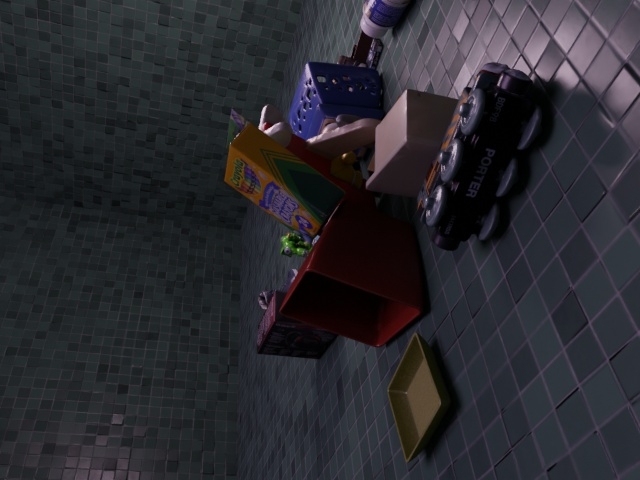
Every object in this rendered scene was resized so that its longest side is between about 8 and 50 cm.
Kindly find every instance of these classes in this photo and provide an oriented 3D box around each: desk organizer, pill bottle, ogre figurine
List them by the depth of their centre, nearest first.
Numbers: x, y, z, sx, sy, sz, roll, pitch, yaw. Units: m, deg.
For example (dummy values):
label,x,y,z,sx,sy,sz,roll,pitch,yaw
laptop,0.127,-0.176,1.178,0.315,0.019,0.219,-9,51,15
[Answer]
label,x,y,z,sx,sy,sz,roll,pitch,yaw
pill bottle,0.182,-0.661,1.709,0.186,0.112,0.111,128,147,-63
desk organizer,0.141,-0.642,1.974,0.047,0.050,0.130,-103,25,-54
ogre figurine,-0.089,0.024,2.351,0.197,0.118,0.096,-100,23,-49

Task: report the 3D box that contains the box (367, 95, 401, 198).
label,x,y,z,sx,sy,sz,roll,pitch,yaw
box,0.164,-0.220,1.461,0.164,0.021,0.201,60,-129,-70

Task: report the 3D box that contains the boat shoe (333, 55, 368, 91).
label,x,y,z,sx,sy,sz,roll,pitch,yaw
boat shoe,0.057,-0.459,2.033,0.116,0.097,0.324,-55,-9,-48

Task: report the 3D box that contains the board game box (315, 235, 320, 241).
label,x,y,z,sx,sy,sz,roll,pitch,yaw
board game box,0.016,-0.184,1.996,0.253,0.079,0.335,116,143,-49

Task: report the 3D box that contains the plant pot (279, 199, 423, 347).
label,x,y,z,sx,sy,sz,roll,pitch,yaw
plant pot,0.086,0.066,1.432,0.267,0.267,0.235,122,165,-58

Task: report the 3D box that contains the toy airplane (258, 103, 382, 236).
label,x,y,z,sx,sy,sz,roll,pitch,yaw
toy airplane,-0.013,-0.225,1.621,0.384,0.386,0.272,88,-155,-55

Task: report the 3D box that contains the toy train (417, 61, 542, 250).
label,x,y,z,sx,sy,sz,roll,pitch,yaw
toy train,0.268,-0.148,1.073,0.190,0.142,0.333,-88,13,-61

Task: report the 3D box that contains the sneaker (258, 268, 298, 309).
label,x,y,z,sx,sy,sz,roll,pitch,yaw
sneaker,-0.166,0.200,2.465,0.086,0.164,0.226,111,162,-46

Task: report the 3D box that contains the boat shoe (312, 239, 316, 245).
label,x,y,z,sx,sy,sz,roll,pitch,yaw
boat shoe,0.000,0.000,2.131,0.066,0.063,0.184,113,159,-45

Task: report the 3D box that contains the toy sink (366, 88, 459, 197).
label,x,y,z,sx,sy,sz,roll,pitch,yaw
toy sink,0.204,-0.200,1.293,0.234,0.153,0.131,129,146,-65

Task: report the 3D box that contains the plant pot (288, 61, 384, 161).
label,x,y,z,sx,sy,sz,roll,pitch,yaw
plant pot,0.052,-0.371,1.829,0.236,0.236,0.212,114,152,-49

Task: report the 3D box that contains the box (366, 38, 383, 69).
label,x,y,z,sx,sy,sz,roll,pitch,yaw
box,0.168,-0.581,1.900,0.067,0.018,0.083,-101,24,-51

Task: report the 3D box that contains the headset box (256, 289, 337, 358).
label,x,y,z,sx,sy,sz,roll,pitch,yaw
headset box,-0.067,0.267,1.932,0.293,0.218,0.110,117,156,-54

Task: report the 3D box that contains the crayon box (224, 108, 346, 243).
label,x,y,z,sx,sy,sz,roll,pitch,yaw
crayon box,-0.113,-0.144,1.447,0.083,0.323,0.203,-52,-2,-22

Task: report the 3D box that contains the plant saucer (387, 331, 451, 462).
label,x,y,z,sx,sy,sz,roll,pitch,yaw
plant saucer,0.202,0.314,1.225,0.188,0.045,0.188,-102,25,-52
